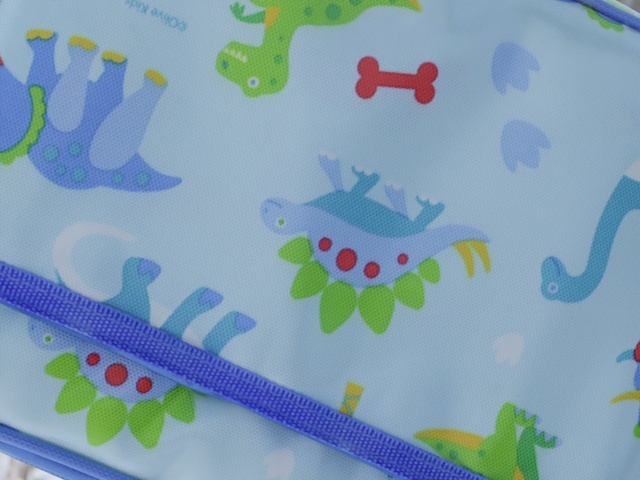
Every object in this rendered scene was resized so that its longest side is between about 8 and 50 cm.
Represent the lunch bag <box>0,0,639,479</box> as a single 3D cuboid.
[{"bbox_3d":[0.000,0.000,0.492,0.219,0.176,0.090,27,178,-12],"label":"lunch bag"}]
